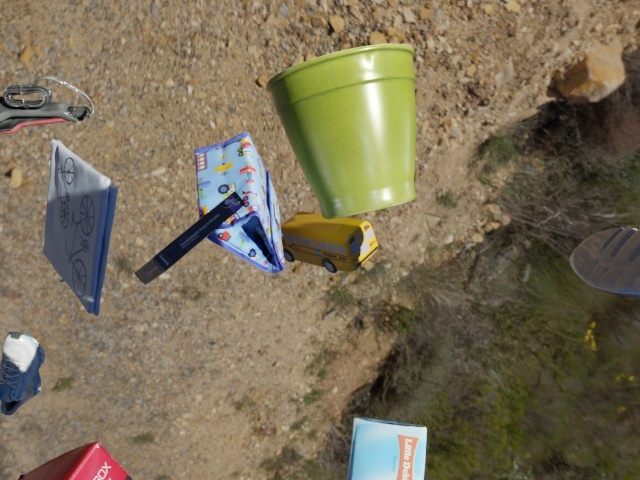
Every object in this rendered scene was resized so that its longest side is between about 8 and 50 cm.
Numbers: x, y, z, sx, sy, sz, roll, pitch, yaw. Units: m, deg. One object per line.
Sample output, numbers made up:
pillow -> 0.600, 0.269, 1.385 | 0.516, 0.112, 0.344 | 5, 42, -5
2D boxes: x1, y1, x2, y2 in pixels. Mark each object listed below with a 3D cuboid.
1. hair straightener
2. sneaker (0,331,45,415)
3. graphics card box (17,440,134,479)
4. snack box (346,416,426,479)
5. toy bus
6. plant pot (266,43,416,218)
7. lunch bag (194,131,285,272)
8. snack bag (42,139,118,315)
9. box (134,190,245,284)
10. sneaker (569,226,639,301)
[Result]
hair straightener -> -0.413, -0.178, 0.693 | 0.231, 0.047, 0.089 | 1, 156, 10
sneaker -> -0.570, 0.255, 0.972 | 0.072, 0.083, 0.190 | 16, 121, 1
graphics card box -> -0.114, 0.350, 0.337 | 0.094, 0.232, 0.370 | -31, 103, 16
snack box -> 0.059, 0.276, 0.487 | 0.060, 0.187, 0.322 | 4, 158, 11
toy bus -> 0.000, 0.000, 1.463 | 0.108, 0.333, 0.130 | -41, 124, -30
plant pot -> 0.083, -0.245, 1.283 | 0.367, 0.366, 0.352 | -13, 96, -4
lunch bag -> -0.159, -0.065, 1.207 | 0.138, 0.220, 0.293 | -17, 151, 11
snack bag -> -0.575, -0.039, 1.218 | 0.037, 0.343, 0.322 | -4, 115, -45
box -> -0.194, -0.002, 0.771 | 0.029, 0.162, 0.116 | 52, 148, -9
sneaker -> 0.539, 0.091, 0.786 | 0.124, 0.321, 0.180 | -48, 112, -2
